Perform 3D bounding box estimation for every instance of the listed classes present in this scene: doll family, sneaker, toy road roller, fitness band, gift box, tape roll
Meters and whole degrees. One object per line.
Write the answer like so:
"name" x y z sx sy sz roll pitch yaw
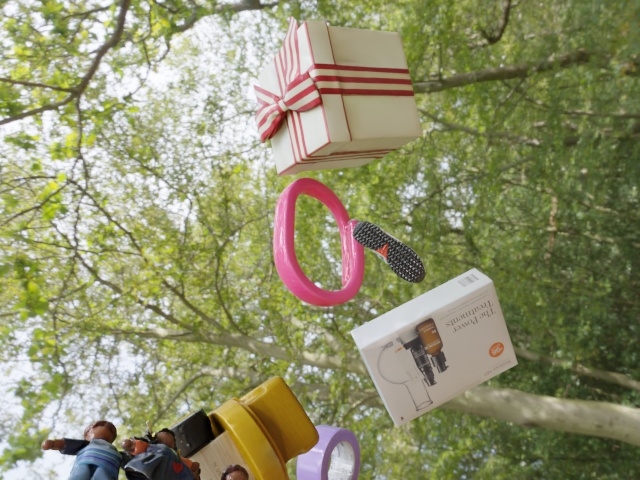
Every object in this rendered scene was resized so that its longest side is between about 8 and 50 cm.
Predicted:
"doll family" -0.129 0.201 0.395 0.076 0.111 0.193 -44 -69 -3
"sneaker" 0.136 0.017 0.920 0.057 0.161 0.075 -55 -9 14
"toy road roller" -0.150 0.375 0.857 0.240 0.329 0.202 -29 -100 -30
"fitness band" 0.000 0.000 0.997 0.209 0.054 0.291 23 -129 -33
"gift box" 0.011 -0.289 0.976 0.258 0.255 0.276 -11 -98 -31
"tape roll" 0.025 0.596 1.284 0.189 0.080 0.189 11 -104 -52

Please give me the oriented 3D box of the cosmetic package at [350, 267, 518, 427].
"cosmetic package" 0.306 0.285 1.273 0.377 0.097 0.284 -27 -65 -4
